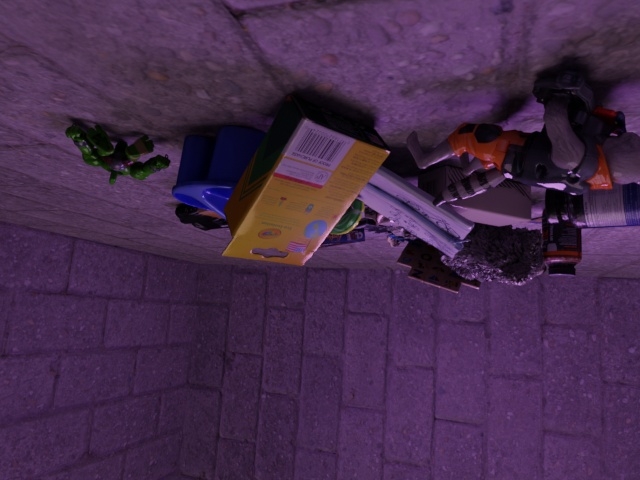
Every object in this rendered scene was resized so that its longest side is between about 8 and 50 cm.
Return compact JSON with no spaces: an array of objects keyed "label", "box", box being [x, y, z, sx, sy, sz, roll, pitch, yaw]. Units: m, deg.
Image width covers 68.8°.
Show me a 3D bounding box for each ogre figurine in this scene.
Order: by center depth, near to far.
[{"label":"ogre figurine","box":[-0.437,-0.181,1.006,0.196,0.097,0.118,-4,165,-31]}]

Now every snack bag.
[{"label":"snack bag","box":[0.199,-0.075,1.091,0.323,0.037,0.342,35,176,11]}]

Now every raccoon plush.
[{"label":"raccoon plush","box":[0.438,0.029,1.402,0.445,0.216,0.299,3,-178,4]}]

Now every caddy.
[{"label":"caddy","box":[-0.159,-0.114,1.039,0.241,0.179,0.341,-2,170,37]}]

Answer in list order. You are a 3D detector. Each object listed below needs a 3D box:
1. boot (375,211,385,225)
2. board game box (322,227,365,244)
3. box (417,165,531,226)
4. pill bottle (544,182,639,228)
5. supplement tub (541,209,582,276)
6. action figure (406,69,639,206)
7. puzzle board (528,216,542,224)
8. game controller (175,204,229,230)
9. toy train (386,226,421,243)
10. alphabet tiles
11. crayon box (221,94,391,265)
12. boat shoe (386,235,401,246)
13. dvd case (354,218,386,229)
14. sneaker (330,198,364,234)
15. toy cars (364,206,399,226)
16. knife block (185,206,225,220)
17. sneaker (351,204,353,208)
[{"label":"boot","box":[0.204,-0.087,1.340,0.086,0.042,0.119,1,137,1]},{"label":"board game box","box":[0.000,0.000,1.473,0.164,0.042,0.243,-5,177,-37]},{"label":"box","box":[0.378,-0.103,1.146,0.274,0.094,0.113,8,171,-26]},{"label":"pill bottle","box":[0.627,-0.089,1.038,0.219,0.123,0.122,-3,169,40]},{"label":"supplement tub","box":[0.704,0.006,1.365,0.105,0.198,0.106,4,170,1]},{"label":"action figure","box":[0.361,-0.126,0.771,0.330,0.179,0.341,9,175,44]},{"label":"puzzle board","box":[0.756,-0.063,1.516,0.128,0.011,0.096,7,172,-17]},{"label":"game controller","box":[-0.368,-0.087,1.641,0.319,0.067,0.166,-3,165,40]},{"label":"toy train","box":[0.315,-0.036,1.649,0.184,0.080,0.105,12,168,-41]},{"label":"alphabet tiles","box":[0.437,0.063,1.651,0.284,0.011,0.342,17,-145,20]},{"label":"crayon box","box":[-0.044,-0.091,0.876,0.202,0.081,0.319,11,129,-38]},{"label":"boat shoe","box":[0.314,-0.003,1.944,0.049,0.056,0.152,6,173,24]},{"label":"dvd case","box":[0.196,-0.044,1.815,0.179,0.030,0.238,8,171,-24]},{"label":"sneaker","box":[-0.015,-0.087,1.296,0.295,0.110,0.123,9,171,36]},{"label":"toy cars","box":[0.119,-0.074,1.465,0.393,0.087,0.176,1,171,14]},{"label":"knife block","box":[-0.306,-0.119,1.357,0.241,0.088,0.276,2,172,6]},{"label":"sneaker","box":[0.037,-0.126,1.139,0.051,0.089,0.170,-25,169,9]}]
